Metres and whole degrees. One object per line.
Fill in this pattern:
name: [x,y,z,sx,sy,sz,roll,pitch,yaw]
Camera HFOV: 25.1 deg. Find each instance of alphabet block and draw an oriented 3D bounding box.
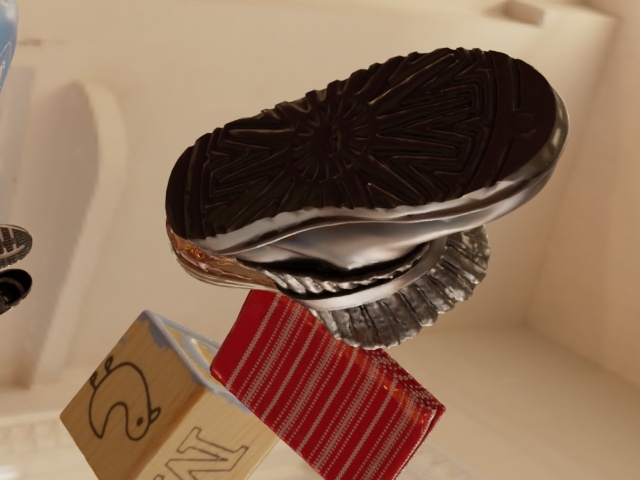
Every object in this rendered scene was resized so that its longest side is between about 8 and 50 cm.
alphabet block: [-0.195,0.242,1.931,0.197,0.193,0.192,-52,-136,6]

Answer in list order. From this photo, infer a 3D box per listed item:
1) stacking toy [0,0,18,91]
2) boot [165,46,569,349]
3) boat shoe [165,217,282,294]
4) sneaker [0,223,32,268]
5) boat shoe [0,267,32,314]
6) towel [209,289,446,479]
stacking toy: [-0.477,-0.209,1.484,0.175,0.302,0.165,127,-21,-77]
boot: [0.080,-0.021,1.134,0.348,0.260,0.131,-8,-119,36]
boat shoe: [0.000,0.000,1.409,0.324,0.116,0.123,3,-114,9]
sneaker: [-0.291,0.001,1.175,0.044,0.109,0.040,-119,-154,-61]
boat shoe: [-0.370,0.067,1.582,0.049,0.133,0.042,48,-54,6]
towel: [-0.001,0.176,1.702,0.275,0.031,0.199,41,-57,17]
